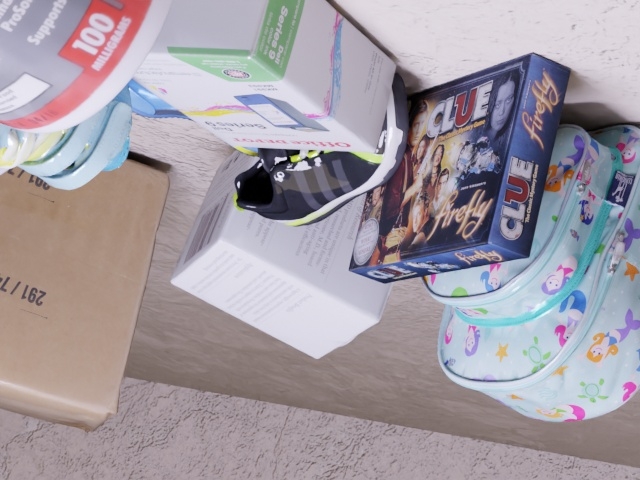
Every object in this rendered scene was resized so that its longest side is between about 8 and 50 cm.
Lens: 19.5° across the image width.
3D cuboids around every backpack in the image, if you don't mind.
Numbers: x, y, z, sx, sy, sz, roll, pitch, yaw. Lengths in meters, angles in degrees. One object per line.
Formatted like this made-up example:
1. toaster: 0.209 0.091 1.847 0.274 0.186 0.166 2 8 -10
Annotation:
1. backpack: 0.204 0.026 1.643 0.191 0.254 0.225 23 165 -33

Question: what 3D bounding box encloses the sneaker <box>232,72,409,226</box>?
1. sneaker: -0.006 -0.074 1.675 0.097 0.084 0.234 6 150 -29

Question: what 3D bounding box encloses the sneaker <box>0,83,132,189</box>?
1. sneaker: -0.246 -0.080 1.451 0.127 0.319 0.208 -13 131 37

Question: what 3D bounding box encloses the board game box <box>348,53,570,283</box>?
1. board game box: 0.114 -0.056 1.594 0.042 0.165 0.243 20 165 -23

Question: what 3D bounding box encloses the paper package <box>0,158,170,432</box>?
1. paper package: -0.362 0.024 2.093 0.324 0.310 0.168 17 164 -17

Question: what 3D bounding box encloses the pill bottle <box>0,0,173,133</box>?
1. pill bottle: -0.283 -0.224 1.199 0.363 0.210 0.210 24 163 -40

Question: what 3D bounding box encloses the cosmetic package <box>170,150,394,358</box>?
1. cosmetic package: -0.025 0.001 1.892 0.183 0.151 0.151 28 153 -15

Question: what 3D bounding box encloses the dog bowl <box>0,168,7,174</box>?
1. dog bowl: -0.420 -0.133 1.787 0.264 0.104 0.265 -5 161 -2

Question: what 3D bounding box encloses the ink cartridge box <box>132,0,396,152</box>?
1. ink cartridge box: -0.056 -0.150 1.534 0.154 0.093 0.212 5 166 31

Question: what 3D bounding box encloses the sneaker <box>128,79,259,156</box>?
1. sneaker: -0.104 -0.140 1.703 0.209 0.069 0.082 21 154 -29
